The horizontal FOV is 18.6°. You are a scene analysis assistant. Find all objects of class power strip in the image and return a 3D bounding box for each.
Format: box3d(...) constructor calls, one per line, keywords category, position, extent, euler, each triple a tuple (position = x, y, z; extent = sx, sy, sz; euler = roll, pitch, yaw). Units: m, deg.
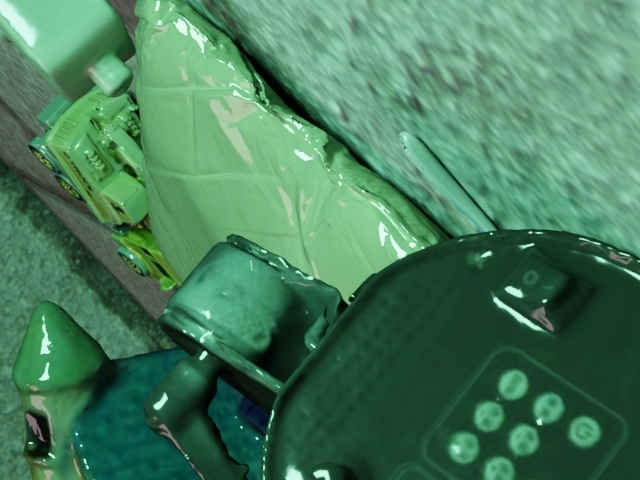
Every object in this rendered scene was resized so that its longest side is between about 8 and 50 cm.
box3d(category="power strip", position=(-0.244, -0.227, 1.194), extent=(0.385, 0.062, 0.091), euler=(48, 174, 11))

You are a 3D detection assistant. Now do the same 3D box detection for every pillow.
box3d(category="pillow", position=(-0.007, 0.010, 1.168), extent=(0.281, 0.076, 0.274), euler=(44, 155, 23))

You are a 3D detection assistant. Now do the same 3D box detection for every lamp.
box3d(category="lamp", position=(0.107, 0.136, 0.876), extent=(0.374, 0.205, 0.272), euler=(27, 164, 45))

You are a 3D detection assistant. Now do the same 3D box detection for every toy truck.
box3d(category="toy truck", position=(-0.143, -0.043, 1.583), extent=(0.116, 0.085, 0.191), euler=(24, 156, 54))

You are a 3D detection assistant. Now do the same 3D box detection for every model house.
box3d(category="model house", position=(-0.059, 0.153, 1.427), extent=(0.245, 0.312, 0.280), euler=(-147, 52, -65))

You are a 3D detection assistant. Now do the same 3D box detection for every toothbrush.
box3d(category="toothbrush", position=(0.089, 0.008, 0.968), extent=(0.162, 0.017, 0.014), euler=(47, 165, -15))
